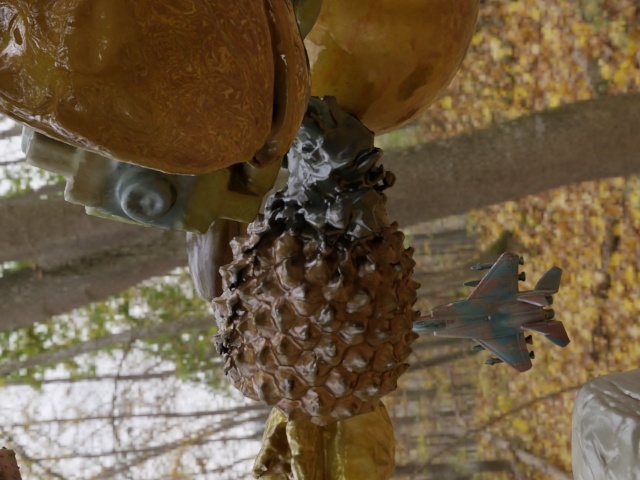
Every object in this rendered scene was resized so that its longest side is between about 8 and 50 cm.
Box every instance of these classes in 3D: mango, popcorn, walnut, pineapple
[{"bbox_3d":[-0.174,-0.008,1.546,0.133,0.111,0.267,-70,-7,-58],"label":"mango"},{"bbox_3d":[0.011,0.289,1.282,0.253,0.190,0.191,-66,-5,-54],"label":"popcorn"},{"bbox_3d":[-0.093,-0.115,0.378,0.087,0.211,0.167,-64,-6,33],"label":"walnut"},{"bbox_3d":[0.001,-0.001,0.903,0.223,0.223,0.357,-97,10,-56],"label":"pineapple"}]

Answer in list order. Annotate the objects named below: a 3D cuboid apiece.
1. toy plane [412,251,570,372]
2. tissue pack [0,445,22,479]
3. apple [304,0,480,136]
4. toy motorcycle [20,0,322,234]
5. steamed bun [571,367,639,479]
[{"bbox_3d":[0.271,0.134,1.611,0.104,0.327,0.222,-44,-54,-69],"label":"toy plane"},{"bbox_3d":[-0.397,0.370,0.937,0.256,0.123,0.215,-46,53,22],"label":"tissue pack"},{"bbox_3d":[0.017,-0.253,0.966,0.275,0.299,0.298,-27,64,60],"label":"apple"},{"bbox_3d":[-0.067,-0.179,0.530,0.237,0.169,0.410,-102,30,-50],"label":"toy motorcycle"},{"bbox_3d":[0.491,0.280,1.059,0.236,0.384,0.246,-38,-53,-68],"label":"steamed bun"}]
